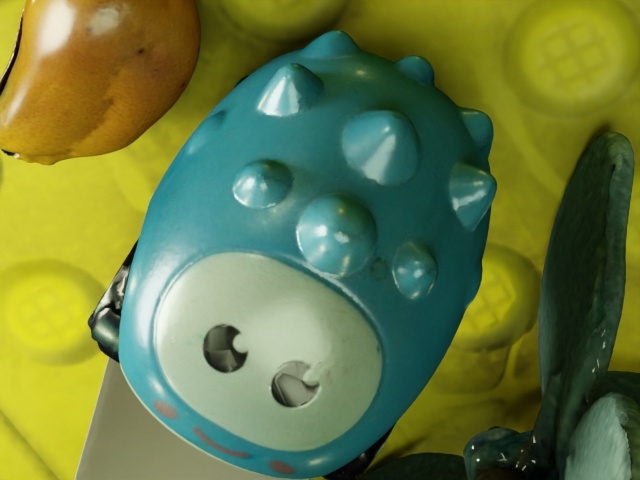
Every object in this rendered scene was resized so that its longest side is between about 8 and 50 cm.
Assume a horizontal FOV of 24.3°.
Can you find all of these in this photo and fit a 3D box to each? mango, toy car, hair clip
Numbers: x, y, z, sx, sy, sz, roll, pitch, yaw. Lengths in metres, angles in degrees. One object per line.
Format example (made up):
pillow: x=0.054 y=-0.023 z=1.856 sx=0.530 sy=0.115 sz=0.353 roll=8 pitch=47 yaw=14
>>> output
mango: x=-0.129 y=-0.109 z=0.864 sx=0.105 sy=0.084 sz=0.159 roll=17 pitch=141 yaw=-27
toy car: x=0.000 y=0.000 z=0.821 sx=0.188 sy=0.255 sz=0.190 roll=31 pitch=153 yaw=-3
hair clip: x=0.182 y=0.191 z=0.898 sx=0.238 sy=0.318 sz=0.392 roll=26 pitch=116 yaw=-14

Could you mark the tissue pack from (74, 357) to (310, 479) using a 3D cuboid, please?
tissue pack: x=-0.079 y=0.167 z=0.929 sx=0.136 sy=0.246 sz=0.159 roll=8 pitch=121 yaw=-1
